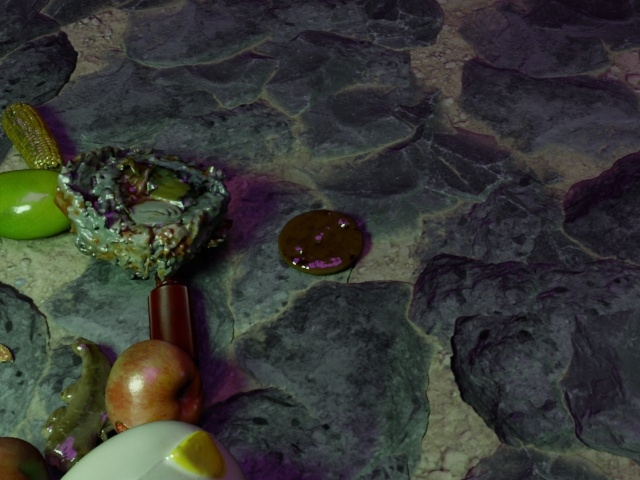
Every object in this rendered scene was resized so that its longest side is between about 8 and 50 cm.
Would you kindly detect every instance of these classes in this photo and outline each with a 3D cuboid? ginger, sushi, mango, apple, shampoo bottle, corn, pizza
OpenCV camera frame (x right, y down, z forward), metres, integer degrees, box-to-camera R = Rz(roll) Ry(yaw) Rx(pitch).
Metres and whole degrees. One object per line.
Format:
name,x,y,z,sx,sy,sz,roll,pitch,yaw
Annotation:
ginger,-0.468,0.354,1.504,0.166,0.080,0.333,13,43,-6
sushi,-0.401,-0.088,1.748,0.418,0.175,0.417,8,37,-6
mango,-0.762,-0.087,1.833,0.343,0.155,0.192,-4,42,3
apple,-0.323,0.303,1.456,0.164,0.209,0.209,1,48,21
shampoo bottle,-0.334,0.172,1.657,0.102,0.064,0.260,-9,50,-7
corn,-0.785,-0.278,2.027,0.115,0.115,0.318,-29,55,-21
pizza,-0.711,0.248,1.637,0.083,0.016,0.037,27,54,18

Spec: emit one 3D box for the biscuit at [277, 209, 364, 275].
biscuit,0.000,0.000,1.812,0.212,0.036,0.212,-1,49,2

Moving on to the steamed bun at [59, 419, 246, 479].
steamed bun,-0.295,0.477,1.230,0.334,0.333,0.374,33,59,26

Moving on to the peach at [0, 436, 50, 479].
peach,-0.589,0.479,1.301,0.253,0.252,0.252,-1,50,1
